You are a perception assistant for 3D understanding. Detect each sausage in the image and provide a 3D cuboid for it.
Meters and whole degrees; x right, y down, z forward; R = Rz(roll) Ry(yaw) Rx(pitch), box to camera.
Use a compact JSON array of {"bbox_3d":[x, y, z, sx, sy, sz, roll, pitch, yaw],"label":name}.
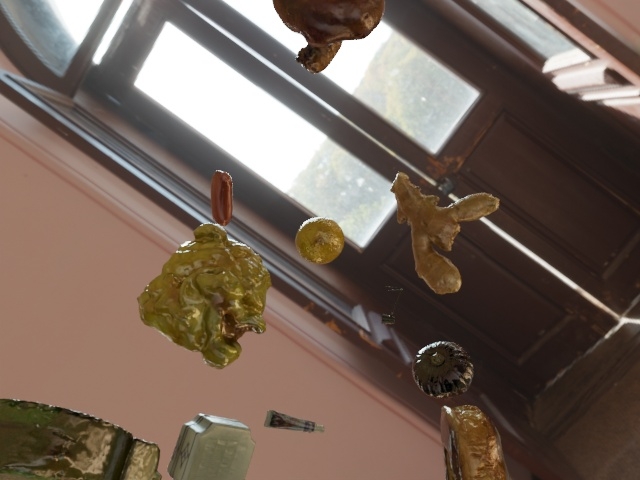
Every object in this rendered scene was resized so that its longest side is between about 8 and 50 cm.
[{"bbox_3d":[-0.328,-0.139,1.688,0.077,0.077,0.194,-59,-24,-64],"label":"sausage"}]

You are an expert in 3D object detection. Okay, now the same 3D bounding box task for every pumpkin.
[{"bbox_3d":[0.400,0.421,1.667,0.202,0.140,0.202,-18,38,15],"label":"pumpkin"}]

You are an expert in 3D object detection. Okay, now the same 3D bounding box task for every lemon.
[{"bbox_3d":[0.000,0.000,1.155,0.109,0.109,0.133,-54,-10,17],"label":"lemon"}]

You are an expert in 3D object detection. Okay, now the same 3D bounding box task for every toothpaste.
[{"bbox_3d":[-0.091,0.655,1.814,0.037,0.216,0.061,134,150,-78],"label":"toothpaste"}]

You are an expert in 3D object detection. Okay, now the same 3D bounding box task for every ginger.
[{"bbox_3d":[0.363,-0.035,1.702,0.122,0.348,0.363,6,-73,-64],"label":"ginger"}]

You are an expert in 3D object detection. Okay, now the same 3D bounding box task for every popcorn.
[{"bbox_3d":[-0.213,0.107,1.029,0.250,0.242,0.235,-57,9,-20],"label":"popcorn"}]

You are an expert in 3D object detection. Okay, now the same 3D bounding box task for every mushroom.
[{"bbox_3d":[0.012,-0.578,1.250,0.267,0.267,0.254,-55,13,-10],"label":"mushroom"}]

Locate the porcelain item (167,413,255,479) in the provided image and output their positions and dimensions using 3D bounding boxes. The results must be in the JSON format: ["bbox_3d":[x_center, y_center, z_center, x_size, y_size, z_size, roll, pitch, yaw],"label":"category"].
[{"bbox_3d":[-0.411,0.814,1.922,0.157,0.281,0.285,0,70,50],"label":"porcelain item"}]

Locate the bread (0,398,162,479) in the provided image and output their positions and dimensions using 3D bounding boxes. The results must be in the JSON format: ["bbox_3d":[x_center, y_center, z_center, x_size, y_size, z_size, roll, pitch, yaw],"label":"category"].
[{"bbox_3d":[-0.493,0.420,0.966,0.366,0.382,0.129,127,156,-52],"label":"bread"}]

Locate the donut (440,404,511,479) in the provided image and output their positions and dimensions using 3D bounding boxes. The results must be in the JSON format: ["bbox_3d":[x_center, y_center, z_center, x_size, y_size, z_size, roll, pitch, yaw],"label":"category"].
[{"bbox_3d":[0.422,0.619,1.395,0.330,0.160,0.329,-6,-90,-83],"label":"donut"}]

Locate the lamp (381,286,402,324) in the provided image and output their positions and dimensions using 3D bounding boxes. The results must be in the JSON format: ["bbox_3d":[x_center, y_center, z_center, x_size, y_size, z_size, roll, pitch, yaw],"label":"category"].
[{"bbox_3d":[0.220,0.204,1.568,0.041,0.054,0.121,-39,-47,-73],"label":"lamp"}]
